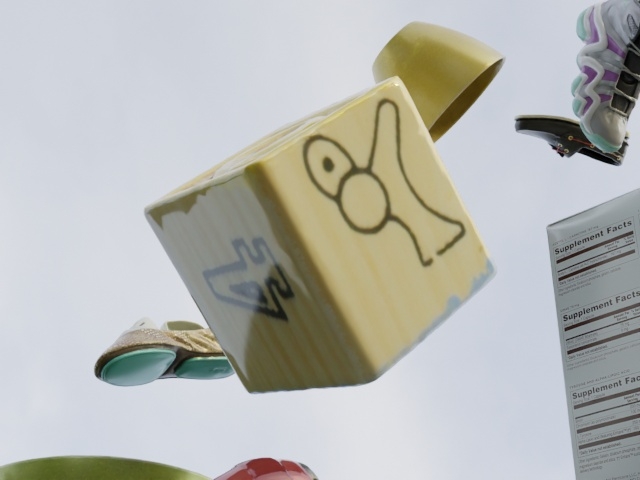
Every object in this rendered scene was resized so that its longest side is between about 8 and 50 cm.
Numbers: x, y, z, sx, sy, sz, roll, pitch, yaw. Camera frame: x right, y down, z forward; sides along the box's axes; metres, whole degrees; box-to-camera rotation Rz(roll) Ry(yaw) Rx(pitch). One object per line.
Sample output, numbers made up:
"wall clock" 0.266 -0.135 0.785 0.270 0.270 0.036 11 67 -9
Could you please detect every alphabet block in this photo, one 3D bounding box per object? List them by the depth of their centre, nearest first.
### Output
"alphabet block" 0.000 0.000 0.893 0.193 0.192 0.197 -17 -76 51

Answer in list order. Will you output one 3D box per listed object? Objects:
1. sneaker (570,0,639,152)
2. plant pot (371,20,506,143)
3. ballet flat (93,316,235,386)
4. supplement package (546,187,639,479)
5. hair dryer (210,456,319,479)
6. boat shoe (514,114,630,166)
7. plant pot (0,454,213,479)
"sneaker" 0.180 -0.104 0.587 0.038 0.069 0.098 14 -113 -32
"plant pot" 0.110 -0.169 1.056 0.095 0.134 0.134 44 -76 9
"ballet flat" -0.172 0.118 1.120 0.073 0.067 0.206 -46 -31 23
"supplement package" 0.275 0.084 0.694 0.194 0.203 0.149 24 -36 -38
"hair dryer" -0.022 0.251 0.685 0.293 0.224 0.080 16 -44 -14
"boat shoe" 0.276 -0.112 1.134 0.133 0.049 0.042 12 -90 -7
"plant pot" -0.203 0.382 0.904 0.274 0.293 0.275 0 -35 0
